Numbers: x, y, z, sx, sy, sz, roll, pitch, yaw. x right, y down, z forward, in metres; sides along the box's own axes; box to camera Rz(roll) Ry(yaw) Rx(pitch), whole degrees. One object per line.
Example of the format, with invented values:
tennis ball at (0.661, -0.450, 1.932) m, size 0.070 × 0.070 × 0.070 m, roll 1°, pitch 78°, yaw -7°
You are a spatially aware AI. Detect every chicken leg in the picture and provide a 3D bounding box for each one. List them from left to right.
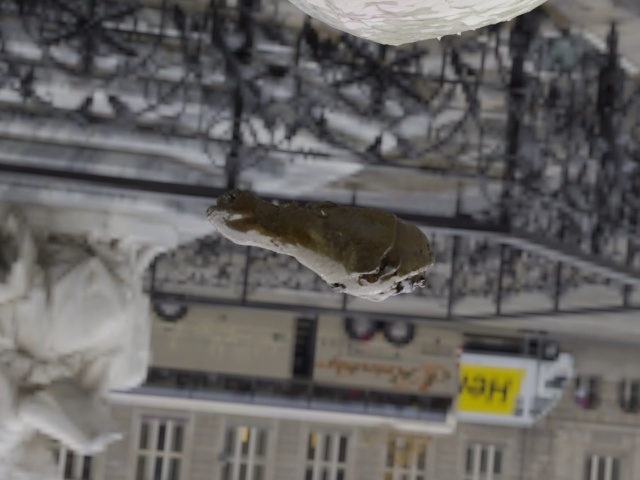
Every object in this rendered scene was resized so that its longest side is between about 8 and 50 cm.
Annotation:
chicken leg at (0.001, -0.001, 1.189) m, size 0.198 × 0.085 × 0.069 m, roll 17°, pitch 157°, yaw -8°

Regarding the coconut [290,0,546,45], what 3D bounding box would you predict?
coconut at (0.038, -0.239, 0.674) m, size 0.254 × 0.297 × 0.297 m, roll -29°, pitch 163°, yaw 17°
